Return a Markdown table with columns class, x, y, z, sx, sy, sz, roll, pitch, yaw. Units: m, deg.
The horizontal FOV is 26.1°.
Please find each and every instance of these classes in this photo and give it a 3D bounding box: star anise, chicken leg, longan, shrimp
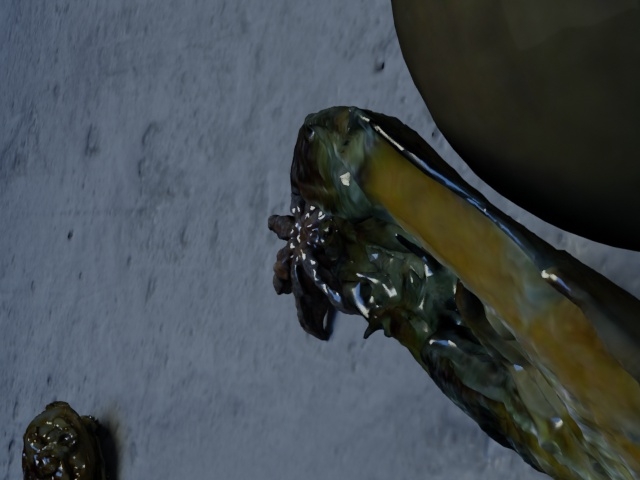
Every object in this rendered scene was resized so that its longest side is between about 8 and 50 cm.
| class | x | y | z | sx | sy | sz | roll | pitch | yaw |
| --- | --- | --- | --- | --- | --- | --- | --- | --- | --- |
| star anise | -0.002 | 0.000 | 0.970 | 0.141 | 0.042 | 0.141 | -27 | 57 | 53 |
| chicken leg | -0.236 | 0.244 | 1.256 | 0.125 | 0.080 | 0.196 | -170 | 82 | -69 |
| longan | 0.153 | -0.120 | 0.561 | 0.258 | 0.258 | 0.258 | -24 | 62 | 54 |
| shrimp | 0.065 | 0.024 | 0.676 | 0.085 | 0.272 | 0.445 | -46 | 24 | -4 |
